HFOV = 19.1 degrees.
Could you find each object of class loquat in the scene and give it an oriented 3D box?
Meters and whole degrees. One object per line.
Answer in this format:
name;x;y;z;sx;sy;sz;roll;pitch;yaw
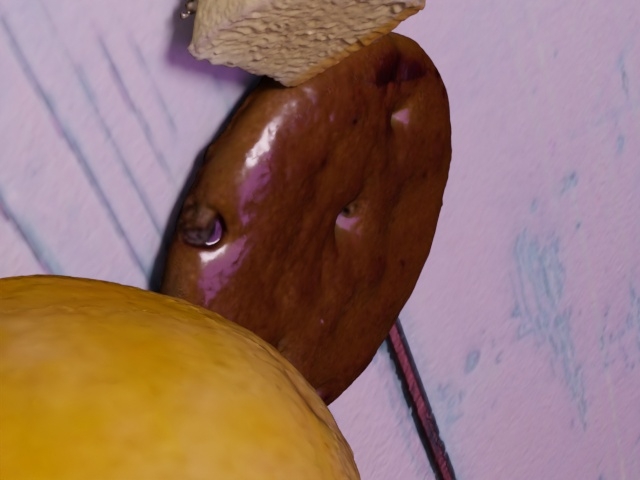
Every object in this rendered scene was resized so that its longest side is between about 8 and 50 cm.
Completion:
loquat;-0.086;0.148;0.644;0.275;0.274;0.275;-37;141;-39

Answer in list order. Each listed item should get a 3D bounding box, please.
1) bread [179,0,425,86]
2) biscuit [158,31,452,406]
bread;-0.018;-0.131;0.774;0.084;0.080;0.109;4;68;-52
biscuit;0.000;0.000;0.892;0.212;0.036;0.212;-38;141;-39
